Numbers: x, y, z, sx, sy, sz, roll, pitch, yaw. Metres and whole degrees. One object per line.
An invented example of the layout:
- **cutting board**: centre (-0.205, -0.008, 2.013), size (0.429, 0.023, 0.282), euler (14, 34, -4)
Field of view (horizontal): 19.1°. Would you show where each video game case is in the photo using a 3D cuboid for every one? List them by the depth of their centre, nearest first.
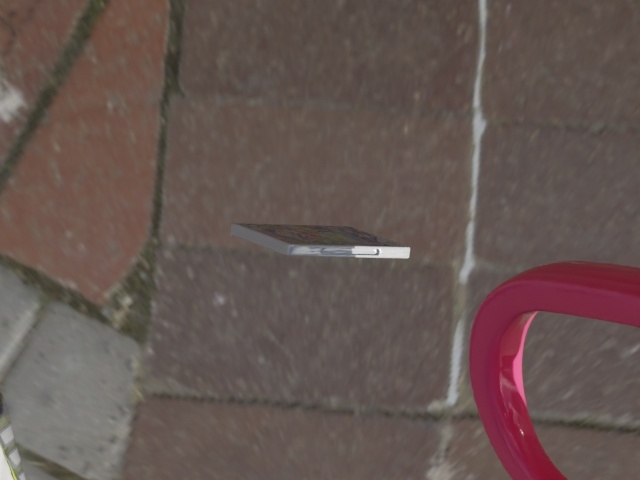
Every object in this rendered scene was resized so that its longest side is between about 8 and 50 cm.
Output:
- **video game case**: centre (0.000, 0.000, 1.560), size (0.122, 0.087, 0.011), euler (2, 101, -35)

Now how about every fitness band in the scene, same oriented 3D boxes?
- **fitness band**: centre (0.209, 0.119, 1.314), size (0.054, 0.291, 0.209), euler (-25, 107, -31)

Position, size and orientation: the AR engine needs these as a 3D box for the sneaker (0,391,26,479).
- **sneaker**: centre (-0.292, 0.192, 1.626), size (0.111, 0.300, 0.121), euler (-3, 50, 1)
